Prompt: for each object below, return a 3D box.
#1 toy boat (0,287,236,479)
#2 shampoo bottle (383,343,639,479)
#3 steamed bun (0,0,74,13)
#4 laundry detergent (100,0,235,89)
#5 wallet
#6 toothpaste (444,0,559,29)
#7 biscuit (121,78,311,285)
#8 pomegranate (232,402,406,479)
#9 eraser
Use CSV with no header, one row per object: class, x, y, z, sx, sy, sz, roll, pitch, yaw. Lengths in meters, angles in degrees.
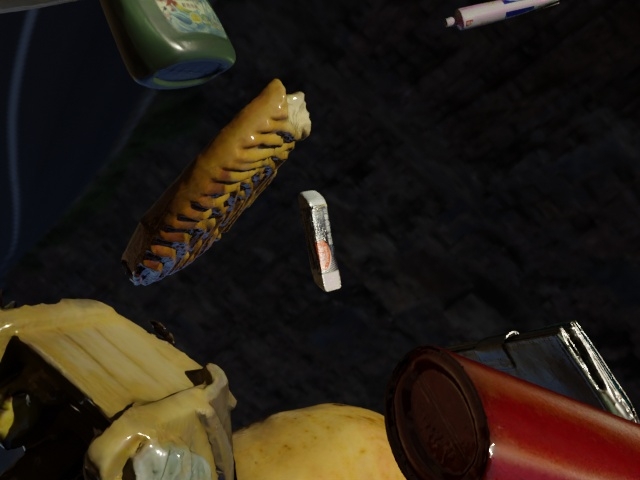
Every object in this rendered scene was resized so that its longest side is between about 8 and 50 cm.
toy boat,-0.121,0.203,0.642,0.162,0.136,0.445,-44,154,-29
shampoo bottle,0.158,0.134,0.607,0.064,0.260,0.102,-56,-145,18
steamed bun,-0.093,-0.187,0.377,0.250,0.200,0.155,-21,-149,-7
laundry detergent,-0.162,-0.250,0.958,0.078,0.222,0.144,-27,174,27
wallet,0.275,0.198,1.397,0.044,0.169,0.317,-32,-178,-26
toothpaste,0.241,-0.304,1.381,0.169,0.028,0.045,-15,-169,-12
biscuit,-0.070,-0.032,0.746,0.176,0.031,0.228,-42,176,-4
pomegranate,-0.016,0.327,1.131,0.342,0.342,0.342,-42,-175,5
eraser,0.000,0.000,1.024,0.027,0.099,0.019,-11,-178,-44
